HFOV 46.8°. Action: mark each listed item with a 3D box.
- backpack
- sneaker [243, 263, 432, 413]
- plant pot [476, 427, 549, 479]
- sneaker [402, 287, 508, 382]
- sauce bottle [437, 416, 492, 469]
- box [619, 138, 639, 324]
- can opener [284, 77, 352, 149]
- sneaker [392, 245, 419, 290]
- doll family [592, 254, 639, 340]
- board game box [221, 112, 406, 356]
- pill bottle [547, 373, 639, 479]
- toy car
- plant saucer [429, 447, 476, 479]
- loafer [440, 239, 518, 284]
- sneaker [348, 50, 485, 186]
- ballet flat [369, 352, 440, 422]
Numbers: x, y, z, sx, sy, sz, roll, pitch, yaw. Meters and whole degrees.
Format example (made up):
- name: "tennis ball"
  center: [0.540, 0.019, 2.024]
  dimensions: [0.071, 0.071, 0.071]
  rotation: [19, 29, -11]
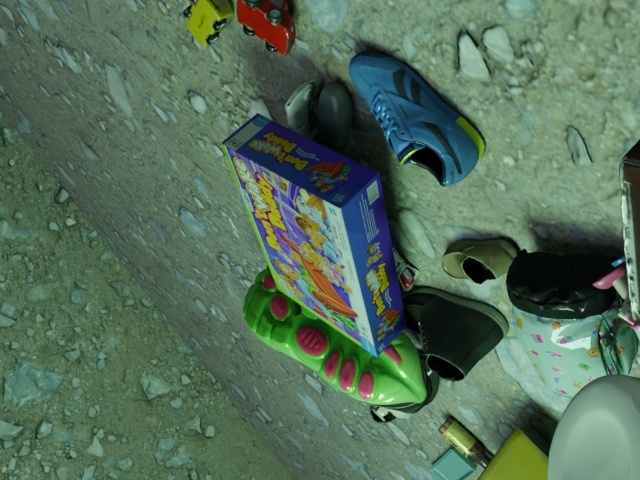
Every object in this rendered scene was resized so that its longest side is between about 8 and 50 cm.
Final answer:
- name: "backpack"
  center: [0.309, 0.106, 0.896]
  dimensions: [0.151, 0.115, 0.182]
  rotation: [10, 139, 49]
- name: "sneaker"
  center: [0.019, 0.179, 1.377]
  dimensions: [0.482, 0.185, 0.202]
  rotation: [38, 174, 47]
- name: "plant pot"
  center: [0.326, 0.458, 1.202]
  dimensions: [0.212, 0.187, 0.212]
  rotation: [45, 173, 21]
- name: "sneaker"
  center: [0.174, 0.145, 1.161]
  dimensions: [0.222, 0.118, 0.083]
  rotation: [3, 130, 56]
- name: "sauce bottle"
  center: [0.288, 0.401, 1.441]
  dimensions: [0.128, 0.042, 0.042]
  rotation: [42, 155, 16]
- name: "box"
  center: [0.346, -0.031, 0.531]
  dimensions: [0.167, 0.203, 0.169]
  rotation: [21, 144, 44]
- name: "can opener"
  center: [-0.006, -0.124, 1.112]
  dimensions: [0.093, 0.074, 0.280]
  rotation: [37, 153, 23]
- name: "sneaker"
  center: [0.119, 0.036, 1.182]
  dimensions: [0.067, 0.042, 0.118]
  rotation: [32, 159, 39]
- name: "doll family"
  center: [0.360, 0.065, 0.686]
  dimensions: [0.118, 0.263, 0.163]
  rotation: [-39, 77, 25]
- name: "board game box"
  center: [0.000, 0.000, 1.112]
  dimensions: [0.233, 0.078, 0.347]
  rotation: [31, 153, 34]
- name: "pill bottle"
  center: [0.413, 0.253, 0.719]
  dimensions: [0.333, 0.188, 0.188]
  rotation: [14, 157, -10]
- name: "toy car"
  center: [-0.133, -0.365, 0.994]
  dimensions: [0.239, 0.053, 0.225]
  rotation: [19, 143, 45]
- name: "plant saucer"
  center: [0.288, 0.495, 1.607]
  dimensions: [0.067, 0.018, 0.192]
  rotation: [41, 155, 15]
- name: "loafer"
  center: [0.209, 0.031, 1.021]
  dimensions: [0.056, 0.050, 0.148]
  rotation: [52, 155, -8]
- name: "sneaker"
  center: [0.101, -0.149, 0.901]
  dimensions: [0.209, 0.082, 0.069]
  rotation: [44, 157, 12]
- name: "ballet flat"
  center: [0.158, 0.308, 1.451]
  dimensions: [0.095, 0.096, 0.280]
  rotation: [42, 154, 12]
